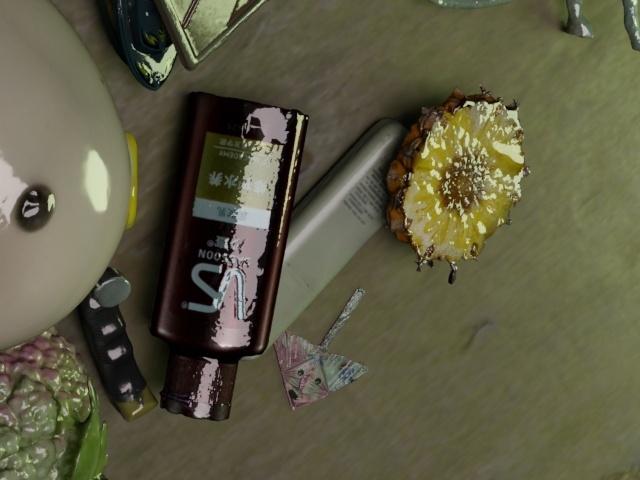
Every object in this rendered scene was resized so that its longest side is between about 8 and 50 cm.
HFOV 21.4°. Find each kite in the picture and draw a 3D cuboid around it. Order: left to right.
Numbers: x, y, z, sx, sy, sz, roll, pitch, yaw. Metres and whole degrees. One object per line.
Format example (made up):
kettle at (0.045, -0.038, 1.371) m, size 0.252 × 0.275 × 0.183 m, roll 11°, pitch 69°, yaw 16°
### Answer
kite at (0.001, 0.116, 1.857) m, size 0.137 × 0.005 × 0.153 m, roll 24°, pitch 90°, yaw -29°

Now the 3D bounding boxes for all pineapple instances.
pineapple at (0.144, -0.063, 1.835) m, size 0.221 × 0.047 × 0.221 m, roll -19°, pitch 120°, yaw -36°

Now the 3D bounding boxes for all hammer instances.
hammer at (-0.216, 0.078, 1.685) m, size 0.041 × 0.159 × 0.226 m, roll -27°, pitch 132°, yaw -17°

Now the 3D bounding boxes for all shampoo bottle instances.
shampoo bottle at (-0.100, 0.018, 1.718) m, size 0.129 × 0.084 × 0.323 m, roll 12°, pitch 92°, yaw -2°

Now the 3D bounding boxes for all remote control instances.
remote control at (0.000, 0.000, 1.810) m, size 0.309 × 0.038 × 0.090 m, roll -48°, pitch 118°, yaw -8°

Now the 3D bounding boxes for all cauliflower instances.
cauliflower at (-0.337, 0.194, 1.613) m, size 0.315 × 0.256 × 0.239 m, roll -26°, pitch 120°, yaw 14°

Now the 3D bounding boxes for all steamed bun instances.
steamed bun at (-0.335, -0.082, 1.473) m, size 0.334 × 0.334 × 0.374 m, roll -36°, pitch 107°, yaw -14°

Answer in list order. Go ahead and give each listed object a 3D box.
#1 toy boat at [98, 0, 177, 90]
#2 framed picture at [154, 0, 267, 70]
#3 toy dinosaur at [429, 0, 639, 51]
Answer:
toy boat at (-0.166, -0.264, 1.634) m, size 0.093 × 0.103 × 0.246 m, roll -21°, pitch 118°, yaw -46°
framed picture at (-0.064, -0.329, 1.639) m, size 0.289 × 0.016 × 0.213 m, roll -46°, pitch 142°, yaw -21°
toy dinosaur at (0.295, -0.299, 1.846) m, size 0.392 × 0.092 × 0.206 m, roll -8°, pitch 111°, yaw -9°
